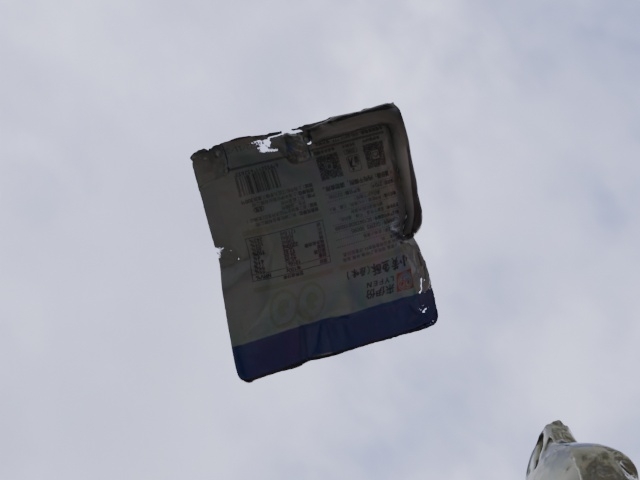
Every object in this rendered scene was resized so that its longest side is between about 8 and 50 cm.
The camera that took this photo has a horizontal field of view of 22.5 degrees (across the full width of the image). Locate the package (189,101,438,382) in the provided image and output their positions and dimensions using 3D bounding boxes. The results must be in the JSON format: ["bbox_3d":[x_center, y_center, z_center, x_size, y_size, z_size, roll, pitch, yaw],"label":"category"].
[{"bbox_3d":[0.000,0.000,1.157,0.171,0.027,0.173,-15,-79,-26],"label":"package"}]

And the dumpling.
[{"bbox_3d":[0.241,0.235,1.372,0.127,0.188,0.108,20,-53,-25],"label":"dumpling"}]
